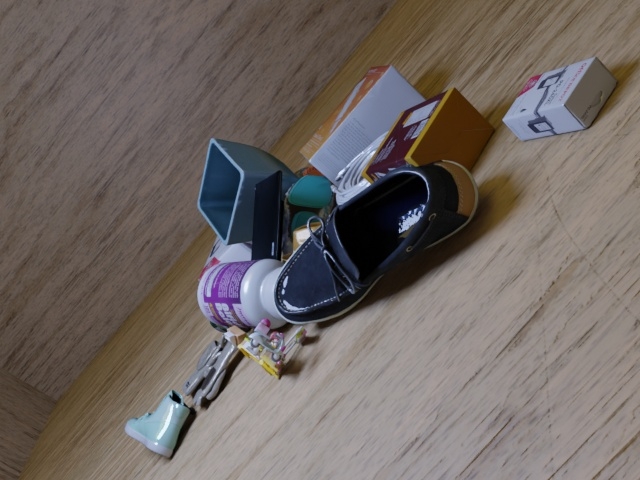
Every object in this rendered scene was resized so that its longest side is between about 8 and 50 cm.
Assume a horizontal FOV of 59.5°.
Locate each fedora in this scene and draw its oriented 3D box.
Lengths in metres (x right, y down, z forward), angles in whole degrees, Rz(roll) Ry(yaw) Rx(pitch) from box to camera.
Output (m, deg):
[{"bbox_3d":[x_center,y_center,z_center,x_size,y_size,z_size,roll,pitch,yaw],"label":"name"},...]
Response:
[{"bbox_3d":[0.000,0.000,1.296,0.194,0.079,0.194,-11,9,2],"label":"fedora"}]

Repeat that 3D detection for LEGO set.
[{"bbox_3d":[-0.110,0.215,1.220,0.107,0.132,0.287,-47,10,-19],"label":"LEGO set"}]

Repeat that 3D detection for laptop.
[{"bbox_3d":[-0.111,-0.036,1.521,0.136,0.264,0.234,-3,76,23],"label":"laptop"}]

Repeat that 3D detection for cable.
[{"bbox_3d":[0.144,-0.165,1.405,0.257,0.089,0.257,-44,20,17],"label":"cable"}]

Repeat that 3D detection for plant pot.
[{"bbox_3d":[-0.206,-0.151,1.748,0.248,0.252,0.247,47,128,43],"label":"plant pot"}]

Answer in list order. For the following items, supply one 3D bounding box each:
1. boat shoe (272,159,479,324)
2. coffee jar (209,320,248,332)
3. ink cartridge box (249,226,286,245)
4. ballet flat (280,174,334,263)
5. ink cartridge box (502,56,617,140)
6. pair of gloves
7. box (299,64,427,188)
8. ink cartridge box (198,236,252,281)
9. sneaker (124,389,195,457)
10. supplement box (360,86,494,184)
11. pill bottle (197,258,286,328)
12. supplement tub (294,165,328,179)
[{"bbox_3d":[0.062,0.011,1.062,0.500,0.156,0.187,-35,67,34],"label":"boat shoe"},{"bbox_3d":[-0.249,0.214,1.608,0.184,0.079,0.096,-18,41,59],"label":"coffee jar"},{"bbox_3d":[-0.201,-0.084,1.919,0.311,0.185,0.065,-85,8,-58],"label":"ink cartridge box"},{"bbox_3d":[-0.048,-0.045,1.579,0.147,0.147,0.409,-41,19,28],"label":"ballet flat"},{"bbox_3d":[0.406,-0.239,0.959,0.109,0.063,0.150,-54,18,-11],"label":"ink cartridge box"},{"bbox_3d":[-0.288,0.344,1.510,0.204,0.042,0.240,-59,18,-15],"label":"pair of gloves"},{"bbox_3d":[0.121,-0.324,1.640,0.345,0.168,0.215,-48,18,5],"label":"box"},{"bbox_3d":[-0.291,0.031,1.991,0.226,0.131,0.306,-44,21,22],"label":"ink cartridge box"},{"bbox_3d":[-0.424,0.472,1.490,0.255,0.094,0.151,-6,53,52],"label":"sneaker"},{"bbox_3d":[0.223,-0.187,1.190,0.191,0.129,0.194,-57,19,-17],"label":"supplement box"},{"bbox_3d":[-0.158,0.132,1.372,0.301,0.169,0.169,-7,45,48],"label":"pill bottle"},{"bbox_3d":[-0.062,-0.171,1.863,0.190,0.117,0.117,-26,30,52],"label":"supplement tub"}]
